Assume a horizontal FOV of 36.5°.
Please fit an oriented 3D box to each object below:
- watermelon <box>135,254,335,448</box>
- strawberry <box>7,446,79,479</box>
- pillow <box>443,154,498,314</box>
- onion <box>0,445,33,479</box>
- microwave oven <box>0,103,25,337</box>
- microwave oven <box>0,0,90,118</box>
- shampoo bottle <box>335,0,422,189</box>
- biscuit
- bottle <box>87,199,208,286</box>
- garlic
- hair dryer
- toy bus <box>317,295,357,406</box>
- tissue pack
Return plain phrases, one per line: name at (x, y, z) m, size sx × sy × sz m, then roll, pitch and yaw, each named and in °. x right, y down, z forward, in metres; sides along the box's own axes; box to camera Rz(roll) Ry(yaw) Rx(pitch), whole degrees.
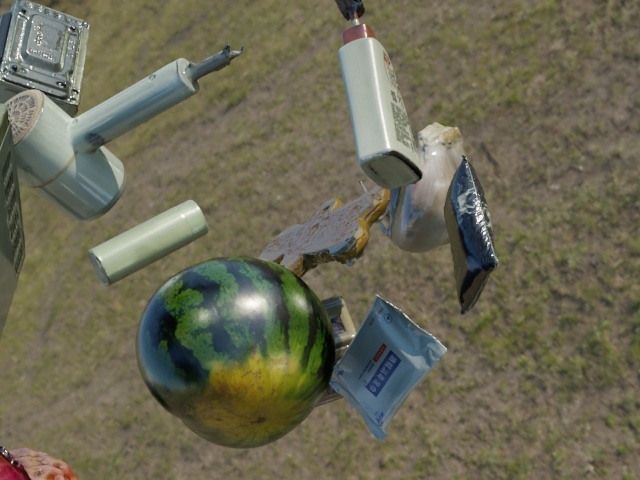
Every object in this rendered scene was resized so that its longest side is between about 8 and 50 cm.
watermelon at (-0.111, 0.143, 1.285) m, size 0.269 × 0.269 × 0.269 m, roll -35°, pitch 30°, yaw 24°
strawberry at (-0.553, 0.464, 1.629) m, size 0.265 × 0.336 × 0.149 m, roll 23°, pitch 114°, yaw 30°
pillow at (0.219, -0.011, 1.441) m, size 0.141 × 0.055 × 0.208 m, roll 106°, pitch 162°, yaw -53°
onion at (-0.377, 0.312, 0.979) m, size 0.248 × 0.248 × 0.161 m, roll -44°, pitch -5°, yaw 7°
microwave oven at (-0.535, -0.024, 1.091) m, size 0.286 × 0.355 × 0.218 m, roll 100°, pitch 173°, yaw -46°
microwave oven at (-0.505, -0.311, 1.736) m, size 0.129 × 0.163 × 0.205 m, roll -41°, pitch 41°, yaw 45°
shampoo bottle at (0.067, -0.217, 1.339) m, size 0.071 × 0.153 × 0.284 m, roll -20°, pitch 70°, yaw 17°
biscuit at (0.000, 0.000, 1.622) m, size 0.301 × 0.049 × 0.197 m, roll -20°, pitch 27°, yaw 48°
bottle at (-0.296, 0.003, 1.680) m, size 0.201 × 0.072 × 0.072 m, roll -29°, pitch 20°, yaw -23°
garlic at (0.203, -0.072, 2.145) m, size 0.231 × 0.246 × 0.340 m, roll -44°, pitch 6°, yaw -39°
hair dryer at (-0.238, -0.153, 1.226) m, size 0.357 × 0.173 × 0.107 m, roll -24°, pitch 48°, yaw 23°
toy bus at (-0.073, 0.206, 1.561) m, size 0.290 × 0.139 × 0.157 m, roll -16°, pitch 30°, yaw -6°
tissue pack at (0.084, 0.172, 1.323) m, size 0.026 × 0.122 × 0.193 m, roll -19°, pitch -34°, yaw -45°
